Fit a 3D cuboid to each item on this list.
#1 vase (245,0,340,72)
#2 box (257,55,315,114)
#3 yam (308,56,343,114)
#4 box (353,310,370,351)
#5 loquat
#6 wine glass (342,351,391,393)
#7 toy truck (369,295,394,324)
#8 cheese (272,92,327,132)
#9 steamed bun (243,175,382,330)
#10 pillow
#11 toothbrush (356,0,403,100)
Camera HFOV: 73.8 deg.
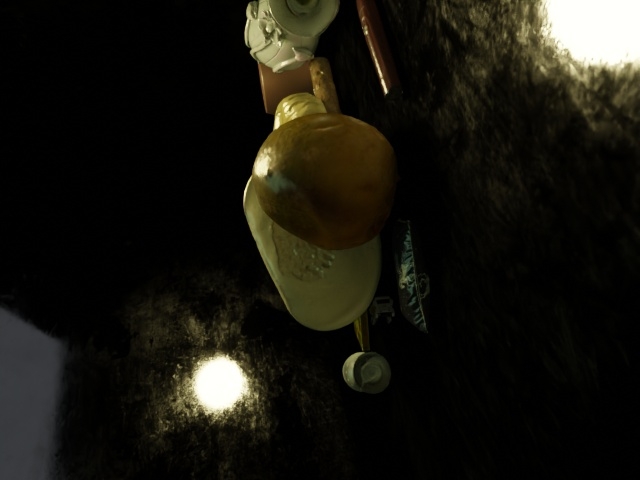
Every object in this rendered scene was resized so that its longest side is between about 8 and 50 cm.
[{"bbox_3d":[-0.089,-0.643,1.248,0.445,0.250,0.250,-141,42,-73],"label":"vase"},{"bbox_3d":[-0.136,-0.653,1.736,0.301,0.216,0.301,170,90,-86],"label":"box"},{"bbox_3d":[0.026,-0.409,1.281,0.081,0.081,0.356,96,165,-68],"label":"yam"},{"bbox_3d":[0.142,0.282,1.519,0.121,0.030,0.193,-112,14,-64],"label":"box"},{"bbox_3d":[0.016,-0.123,0.866,0.276,0.284,0.276,16,-90,-71],"label":"loquat"},{"bbox_3d":[0.138,0.412,1.337,0.241,0.126,0.126,111,149,-75],"label":"wine glass"},{"bbox_3d":[0.157,0.181,1.117,0.123,0.052,0.063,91,174,-66],"label":"toy truck"},{"bbox_3d":[-0.055,-0.307,1.241,0.214,0.117,0.226,54,140,45],"label":"cheese"},{"bbox_3d":[0.000,0.000,1.158,0.371,0.290,0.456,79,166,-85],"label":"steamed bun"},{"bbox_3d":[0.171,0.061,0.813,0.141,0.055,0.208,-77,-21,-85],"label":"pillow"},{"bbox_3d":[0.094,-0.421,0.806,0.041,0.041,0.364,98,161,-70],"label":"toothbrush"}]
